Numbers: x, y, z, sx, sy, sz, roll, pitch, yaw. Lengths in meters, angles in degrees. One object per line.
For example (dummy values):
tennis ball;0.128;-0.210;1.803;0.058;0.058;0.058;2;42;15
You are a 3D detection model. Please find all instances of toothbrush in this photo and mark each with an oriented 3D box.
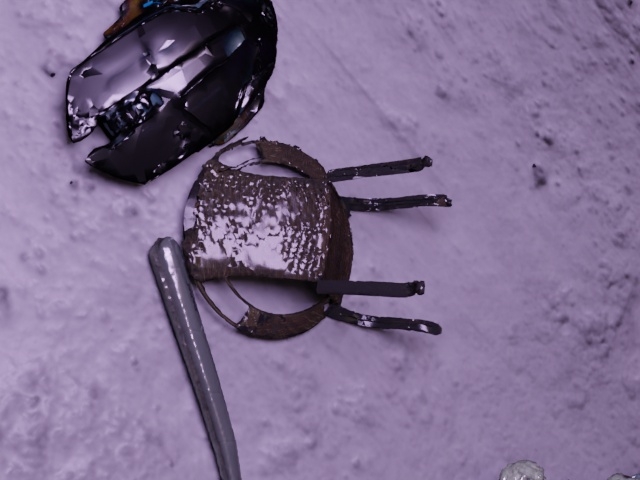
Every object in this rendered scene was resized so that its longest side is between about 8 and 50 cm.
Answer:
toothbrush;-0.084;0.138;1.028;0.030;0.030;0.297;-15;87;-60

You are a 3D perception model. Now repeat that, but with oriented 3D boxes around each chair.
chair;0.000;0.000;1.075;0.213;0.149;0.174;4;76;8

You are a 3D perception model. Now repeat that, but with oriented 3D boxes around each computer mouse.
computer mouse;-0.111;-0.142;1.038;0.146;0.077;0.242;51;59;-11

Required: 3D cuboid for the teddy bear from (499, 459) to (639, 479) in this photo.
teddy bear;0.259;0.269;1.168;0.213;0.133;0.111;15;93;-44
